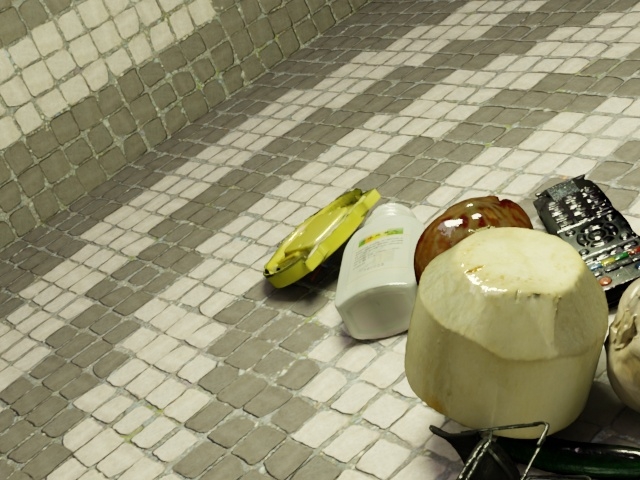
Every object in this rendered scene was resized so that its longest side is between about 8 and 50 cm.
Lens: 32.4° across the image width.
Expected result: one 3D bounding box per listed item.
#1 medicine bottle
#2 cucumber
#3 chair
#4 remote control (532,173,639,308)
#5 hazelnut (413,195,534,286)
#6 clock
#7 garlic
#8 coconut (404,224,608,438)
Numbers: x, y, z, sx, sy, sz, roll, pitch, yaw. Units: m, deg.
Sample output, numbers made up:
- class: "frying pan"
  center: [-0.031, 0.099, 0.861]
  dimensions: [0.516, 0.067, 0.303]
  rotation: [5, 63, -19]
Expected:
- class: "medicine bottle"
  center: [0.131, 0.050, 2.161]
  dimensions: [0.179, 0.124, 0.324]
  rotation: [-20, 28, 18]
- class: "cucumber"
  center: [0.366, 0.310, 1.571]
  dimensions: [0.284, 0.056, 0.056]
  rotation: [-1, 35, 44]
- class: "chair"
  center: [0.236, 0.340, 1.530]
  dimensions: [0.221, 0.140, 0.145]
  rotation: [-4, 43, 48]
- class: "remote control"
  center: [0.496, -0.001, 2.015]
  dimensions: [0.144, 0.062, 0.399]
  rotation: [-23, 28, 5]
- class: "hazelnut"
  center: [0.284, 0.031, 1.963]
  dimensions: [0.233, 0.218, 0.218]
  rotation: [-25, 24, -30]
- class: "clock"
  center: [0.002, 0.003, 2.355]
  dimensions: [0.277, 0.071, 0.293]
  rotation: [-45, 13, -15]
- class: "garlic"
  center: [0.491, 0.146, 1.580]
  dimensions: [0.152, 0.228, 0.228]
  rotation: [6, 24, -11]
- class: "coconut"
  center: [0.279, 0.150, 1.661]
  dimensions: [0.322, 0.323, 0.323]
  rotation: [-19, 27, 10]
